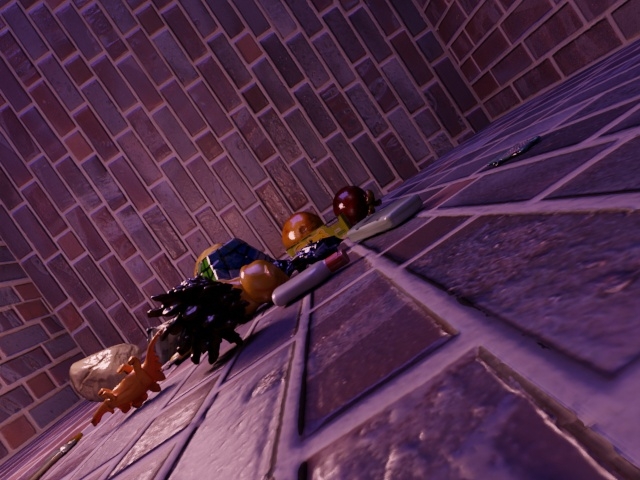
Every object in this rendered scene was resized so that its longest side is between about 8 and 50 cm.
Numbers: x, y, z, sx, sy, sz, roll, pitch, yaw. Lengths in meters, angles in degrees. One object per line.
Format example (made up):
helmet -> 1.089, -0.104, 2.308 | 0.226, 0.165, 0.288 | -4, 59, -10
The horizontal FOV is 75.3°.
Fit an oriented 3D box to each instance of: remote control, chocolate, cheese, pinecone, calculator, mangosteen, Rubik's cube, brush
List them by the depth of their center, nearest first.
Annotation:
pinecone -> -0.270, 0.181, 0.955 | 0.228, 0.201, 0.202 | -28, 2, 41
calculator -> 0.470, -0.216, 1.019 | 0.094, 0.019, 0.141 | -38, 4, -16
brush -> -0.706, 0.579, 1.055 | 0.085, 0.020, 0.336 | -34, 3, -10
remote control -> 0.192, -0.064, 1.264 | 0.140, 0.056, 0.296 | -37, 5, -22
cheese -> -0.484, 0.400, 1.408 | 0.086, 0.036, 0.162 | -35, 2, 8
chocolate -> -0.068, 0.072, 1.473 | 0.343, 0.126, 0.148 | -30, -38, 8
Rubik's cube -> -0.325, 0.143, 1.623 | 0.319, 0.319, 0.264 | -35, -23, -24
mangosteen -> 0.191, -0.187, 2.145 | 0.257, 0.215, 0.215 | -11, 13, 27

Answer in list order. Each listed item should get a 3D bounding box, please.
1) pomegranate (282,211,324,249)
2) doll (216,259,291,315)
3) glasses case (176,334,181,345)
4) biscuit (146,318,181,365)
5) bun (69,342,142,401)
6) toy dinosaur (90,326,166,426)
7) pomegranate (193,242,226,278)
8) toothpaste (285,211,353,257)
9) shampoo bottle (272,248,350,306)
pomegranate -> -0.094, -0.032, 2.354 | 0.264, 0.264, 0.264 | -34, 3, 2
doll -> -0.235, 0.163, 1.349 | 0.269, 0.162, 0.166 | -39, -26, 15
glasses case -> -0.417, 0.326, 1.522 | 0.323, 0.074, 0.131 | -32, 2, 45
biscuit -> -0.575, 0.375, 1.649 | 0.079, 0.186, 0.309 | 6, 15, 18
bun -> -0.877, 0.556, 1.711 | 0.281, 0.205, 0.281 | -23, -8, -3
toy dinosaur -> -0.465, 0.360, 1.066 | 0.288, 0.117, 0.070 | -51, 20, -15
pomegranate -> -0.460, 0.175, 2.007 | 0.332, 0.333, 0.332 | -34, 3, 2
toothpaste -> 0.000, 0.000, 1.915 | 0.327, 0.110, 0.077 | -33, 4, 19
shampoo bottle -> -0.024, 0.095, 1.078 | 0.220, 0.051, 0.108 | -34, 0, 16
